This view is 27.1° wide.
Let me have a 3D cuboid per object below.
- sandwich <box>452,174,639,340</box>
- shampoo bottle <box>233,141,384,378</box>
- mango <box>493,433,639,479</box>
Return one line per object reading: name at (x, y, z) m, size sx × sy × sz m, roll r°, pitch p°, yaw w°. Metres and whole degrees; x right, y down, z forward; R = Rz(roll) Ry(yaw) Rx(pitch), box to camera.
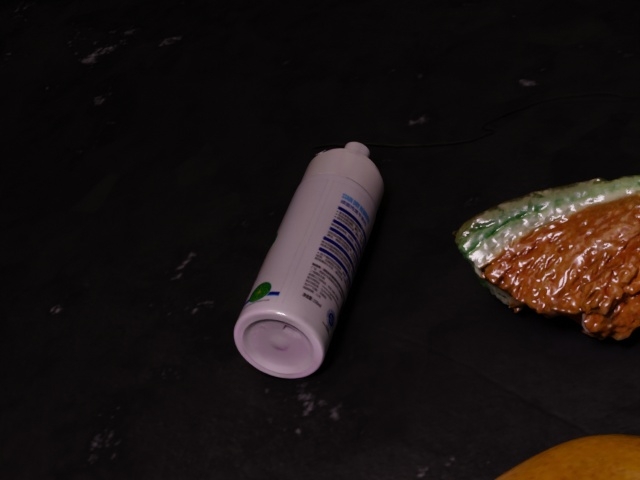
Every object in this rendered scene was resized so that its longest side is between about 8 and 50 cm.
sandwich at (0.226, 0.029, 1.163) m, size 0.185 × 0.109 × 0.160 m, roll -19°, pitch 54°, yaw 4°
shampoo bottle at (0.000, 0.000, 1.335) m, size 0.092 × 0.092 × 0.303 m, roll -6°, pitch 39°, yaw 25°
mango at (0.231, 0.258, 0.747) m, size 0.264 × 0.221 × 0.378 m, roll -36°, pitch 46°, yaw -25°
